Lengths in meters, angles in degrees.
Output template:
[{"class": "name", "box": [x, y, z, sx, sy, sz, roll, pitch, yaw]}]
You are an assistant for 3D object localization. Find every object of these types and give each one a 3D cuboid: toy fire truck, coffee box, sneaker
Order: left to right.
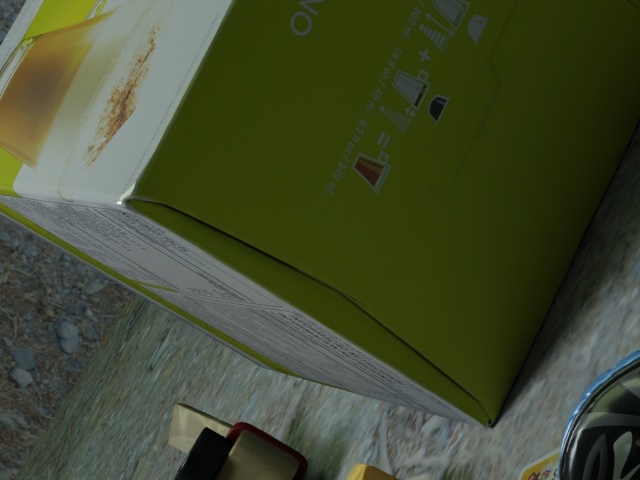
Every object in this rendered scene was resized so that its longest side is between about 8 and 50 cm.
[{"class": "toy fire truck", "box": [-0.108, 0.253, 1.752, 0.217, 0.158, 0.246, -60, -2, 7]}, {"class": "coffee box", "box": [-0.013, -0.102, 1.406, 0.334, 0.338, 0.337, 8, 69, 58]}, {"class": "sneaker", "box": [0.183, 0.083, 0.887, 0.188, 0.067, 0.078, -37, 32, 30]}]

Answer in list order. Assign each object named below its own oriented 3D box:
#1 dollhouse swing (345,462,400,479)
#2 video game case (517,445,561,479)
[{"class": "dollhouse swing", "box": [-0.141, 0.298, 1.322, 0.347, 0.315, 0.305, -66, -10, -54]}, {"class": "video game case", "box": [0.135, 0.185, 1.019, 0.227, 0.026, 0.206, -45, 19, 60]}]
